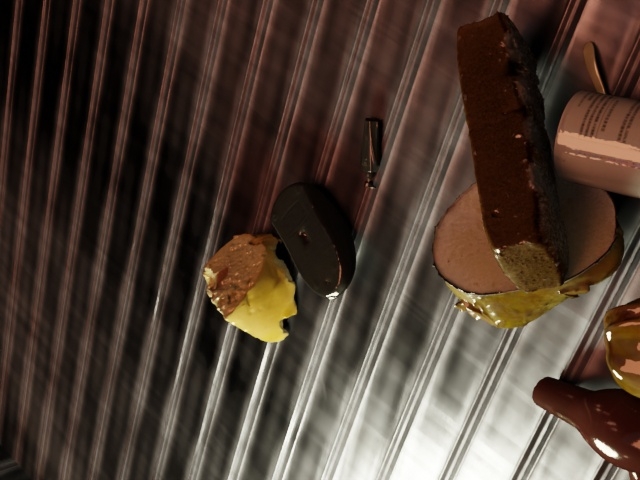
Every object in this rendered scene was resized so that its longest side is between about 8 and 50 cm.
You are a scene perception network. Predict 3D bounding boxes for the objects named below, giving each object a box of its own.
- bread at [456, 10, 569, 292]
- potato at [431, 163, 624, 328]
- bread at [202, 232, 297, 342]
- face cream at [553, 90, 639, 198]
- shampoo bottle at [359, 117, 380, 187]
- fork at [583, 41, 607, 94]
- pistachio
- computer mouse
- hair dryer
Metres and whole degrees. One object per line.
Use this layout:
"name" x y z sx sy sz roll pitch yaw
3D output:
"bread" 0.299 -0.138 1.573 0.113 0.165 0.416 -16 62 22
"potato" 0.352 0.015 1.684 0.300 0.196 0.246 -14 63 19
"bread" -0.135 0.097 2.286 0.211 0.224 0.184 -51 50 -4
"face cream" 0.535 -0.114 1.465 0.370 0.145 0.145 18 116 31
"shampoo bottle" 0.097 -0.170 1.990 0.048 0.027 0.137 23 119 42
"fork" 0.455 -0.211 1.615 0.034 0.028 0.219 -22 83 55
"pistachio" 0.561 0.165 1.541 0.261 0.162 0.212 -4 143 30
"computer mouse" 0.000 0.000 2.105 0.137 0.086 0.269 -48 60 34
"hair dryer" 0.515 0.392 1.704 0.313 0.123 0.340 12 130 64
